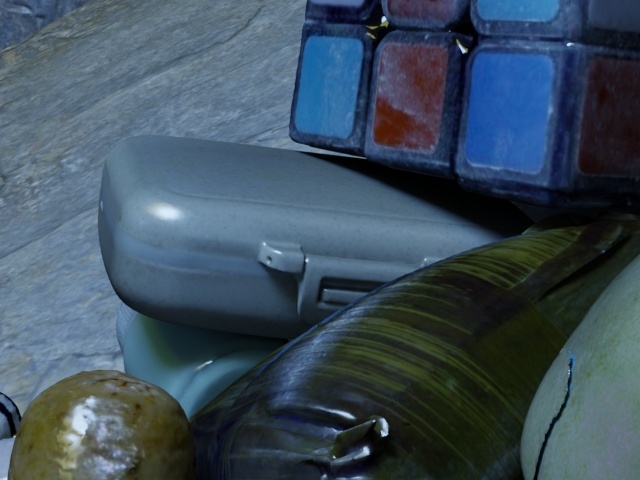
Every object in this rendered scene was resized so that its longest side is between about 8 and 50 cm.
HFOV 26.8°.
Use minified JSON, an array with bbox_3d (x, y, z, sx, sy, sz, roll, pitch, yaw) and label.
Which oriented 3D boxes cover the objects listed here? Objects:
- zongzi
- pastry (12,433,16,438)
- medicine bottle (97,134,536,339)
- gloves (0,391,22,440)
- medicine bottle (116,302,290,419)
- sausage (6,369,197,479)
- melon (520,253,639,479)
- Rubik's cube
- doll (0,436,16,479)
[{"bbox_3d":[0.035,0.135,1.024,0.403,0.207,0.432,-37,13,-35],"label":"zongzi"},{"bbox_3d":[-0.242,0.211,1.194,0.056,0.080,0.140,-37,28,0],"label":"pastry"},{"bbox_3d":[0.000,0.000,1.160,0.375,0.122,0.282,7,16,-16],"label":"medicine bottle"},{"bbox_3d":[-0.363,0.225,1.220,0.140,0.131,0.218,10,39,16],"label":"gloves"},{"bbox_3d":[-0.097,0.113,1.185,0.139,0.139,0.225,-29,28,-10],"label":"medicine bottle"},{"bbox_3d":[-0.144,0.306,0.768,0.123,0.136,0.500,1,59,6],"label":"sausage"},{"bbox_3d":[0.266,0.113,0.756,0.330,0.268,0.268,-40,30,-10],"label":"melon"},{"bbox_3d":[0.220,-0.215,1.164,0.362,0.363,0.359,-1,12,-37],"label":"Rubik's cube"},{"bbox_3d":[-0.288,0.199,0.976,0.287,0.151,0.151,7,37,18],"label":"doll"}]
